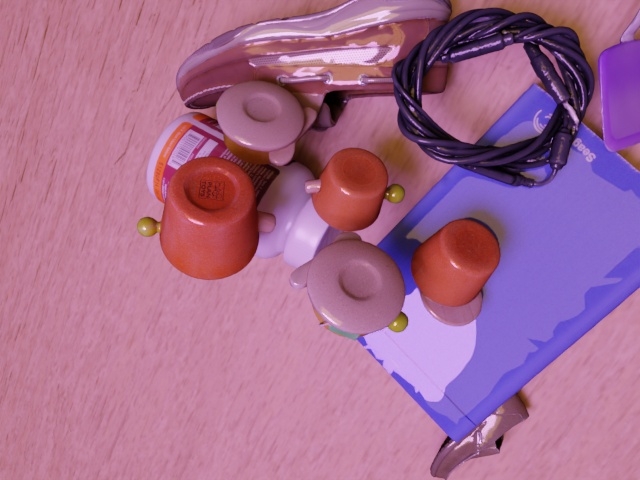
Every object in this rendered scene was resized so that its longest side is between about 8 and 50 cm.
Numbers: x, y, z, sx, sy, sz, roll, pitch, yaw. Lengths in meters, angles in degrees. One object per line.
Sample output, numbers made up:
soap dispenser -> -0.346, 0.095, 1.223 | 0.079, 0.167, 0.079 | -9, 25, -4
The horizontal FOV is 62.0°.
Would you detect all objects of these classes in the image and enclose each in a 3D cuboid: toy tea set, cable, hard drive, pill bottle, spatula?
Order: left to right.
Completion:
pill bottle -> -0.082, -0.054, 0.630 | 0.221, 0.121, 0.121 | 29, 109, 12
toy tea set -> 0.000, 0.000, 0.521 | 0.336, 0.200, 0.124 | 33, 149, 6
cable -> 0.157, -0.138, 0.492 | 0.184, 0.047, 0.151 | 21, 104, 2
hard drive -> 0.182, 0.029, 0.559 | 0.210, 0.040, 0.319 | 46, 105, 11
spatula -> 0.282, -0.226, 0.449 | 0.030, 0.084, 0.297 | 40, 142, 53

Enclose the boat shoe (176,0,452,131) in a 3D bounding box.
boat shoe -> -0.016, -0.178, 0.587 | 0.324, 0.123, 0.117 | -7, 99, 24

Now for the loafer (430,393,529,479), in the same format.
loafer -> 0.181, 0.228, 0.611 | 0.050, 0.056, 0.148 | 40, 111, 18
